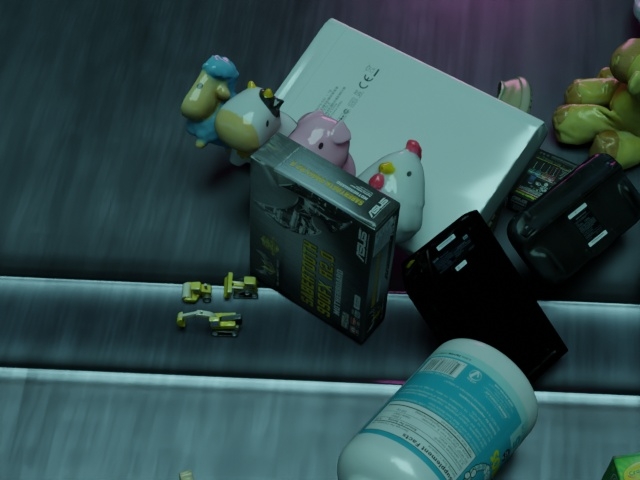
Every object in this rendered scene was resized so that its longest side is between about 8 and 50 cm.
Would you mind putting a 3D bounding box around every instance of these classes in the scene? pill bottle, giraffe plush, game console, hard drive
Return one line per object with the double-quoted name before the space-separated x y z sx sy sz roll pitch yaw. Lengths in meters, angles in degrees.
"pill bottle" 0.118 0.240 1.494 0.146 0.146 0.264 33 55 21
"giraffe plush" 0.439 -0.199 1.825 0.210 0.170 0.181 25 56 16
"game console" 0.277 0.027 1.670 0.361 0.044 0.213 -36 97 -25
"hard drive" 0.090 -0.131 1.772 0.353 0.047 0.233 31 81 28

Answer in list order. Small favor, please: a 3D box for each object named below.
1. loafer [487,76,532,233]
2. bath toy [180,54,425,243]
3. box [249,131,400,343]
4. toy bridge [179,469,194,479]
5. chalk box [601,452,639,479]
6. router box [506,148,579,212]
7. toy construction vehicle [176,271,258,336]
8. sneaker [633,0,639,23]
"loafer" 0.220 -0.121 1.804 0.092 0.102 0.268 16 57 8
"bath toy" -0.012 -0.117 1.685 0.348 0.151 0.129 28 102 26
"box" 0.000 0.000 1.628 0.183 0.231 0.056 31 55 19
"toy bridge" -0.224 0.314 1.517 0.188 0.026 0.063 -13 57 -11
"chalk box" 0.383 0.309 1.472 0.132 0.132 0.213 -6 53 -6
"router box" 0.325 -0.062 1.803 0.122 0.038 0.092 25 56 17
"toy construction vehicle" -0.129 0.076 1.690 0.098 0.035 0.085 3 53 1
"sneaker" 0.517 -0.292 1.953 0.094 0.091 0.258 -5 33 1
